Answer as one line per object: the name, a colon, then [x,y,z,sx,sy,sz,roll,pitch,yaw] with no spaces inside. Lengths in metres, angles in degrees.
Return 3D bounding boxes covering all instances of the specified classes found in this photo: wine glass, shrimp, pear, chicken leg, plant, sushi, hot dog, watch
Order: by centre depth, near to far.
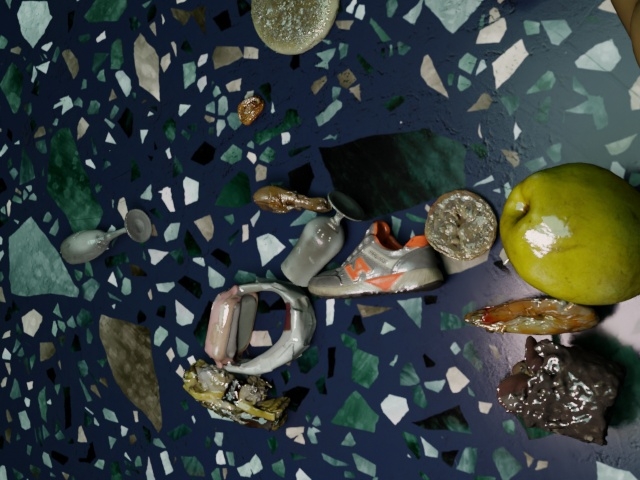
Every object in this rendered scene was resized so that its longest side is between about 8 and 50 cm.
pear: [0.476,-0.009,1.492,0.253,0.307,0.253,-45,38,51]
plant: [0.460,0.280,1.580,0.234,0.204,0.178,22,102,26]
shrimp: [0.406,0.148,1.639,0.294,0.154,0.062,-13,58,42]
wine glass: [0.000,0.000,1.933,0.103,0.103,0.231,50,121,22]
chicken leg: [-0.063,-0.097,1.990,0.198,0.085,0.069,9,74,21]
watch: [-0.134,0.213,2.027,0.241,0.162,0.253,17,104,20]
hot dog: [-0.178,-0.327,2.078,0.083,0.035,0.058,-42,66,29]
sushi: [-0.209,0.382,2.088,0.291,0.139,0.131,16,109,20]
wine glass: [-0.643,-0.087,2.379,0.309,0.096,0.264,-17,85,35]

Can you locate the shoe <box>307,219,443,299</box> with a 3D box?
shoe: [0.110,0.042,1.849,0.336,0.132,0.171,-8,83,33]

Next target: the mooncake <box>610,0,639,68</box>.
mooncake: [0.633,-0.291,1.260,0.262,0.467,0.467,-25,79,28]

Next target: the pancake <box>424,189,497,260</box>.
pancake: [0.298,-0.032,1.750,0.158,0.028,0.158,-4,79,19]

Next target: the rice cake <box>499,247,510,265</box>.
rice cake: [0.452,-0.048,1.640,0.052,0.057,0.256,48,117,22]

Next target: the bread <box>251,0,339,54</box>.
bread: [-0.068,-0.579,1.984,0.267,0.040,0.267,3,95,35]
